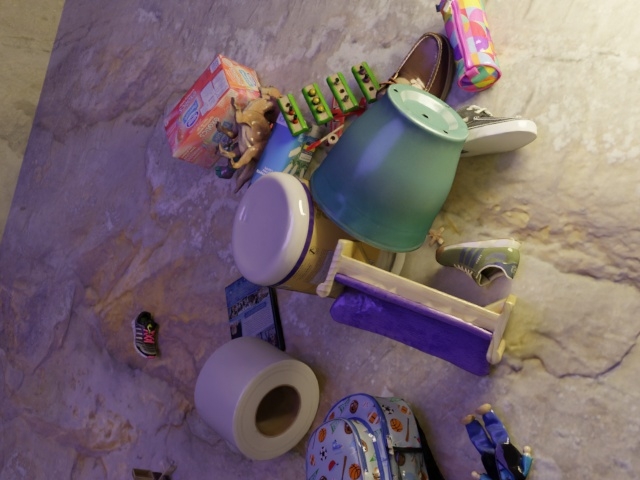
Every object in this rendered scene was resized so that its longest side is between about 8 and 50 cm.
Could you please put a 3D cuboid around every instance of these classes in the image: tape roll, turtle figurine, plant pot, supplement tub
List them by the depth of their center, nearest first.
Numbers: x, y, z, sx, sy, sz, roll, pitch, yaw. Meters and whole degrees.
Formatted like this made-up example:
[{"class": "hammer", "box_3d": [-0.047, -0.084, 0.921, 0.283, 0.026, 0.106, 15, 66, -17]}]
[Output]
[{"class": "plant pot", "box_3d": [0.156, -0.159, 1.570, 0.255, 0.271, 0.272, -58, 44, 31]}, {"class": "supplement tub", "box_3d": [0.000, 0.000, 1.713, 0.241, 0.331, 0.241, -17, 67, 47]}, {"class": "tape roll", "box_3d": [-0.146, 0.364, 1.829, 0.169, 0.246, 0.246, 20, 92, 47]}, {"class": "turtle figurine", "box_3d": [-0.213, -0.273, 2.187, 0.234, 0.118, 0.175, -42, 15, 46]}]

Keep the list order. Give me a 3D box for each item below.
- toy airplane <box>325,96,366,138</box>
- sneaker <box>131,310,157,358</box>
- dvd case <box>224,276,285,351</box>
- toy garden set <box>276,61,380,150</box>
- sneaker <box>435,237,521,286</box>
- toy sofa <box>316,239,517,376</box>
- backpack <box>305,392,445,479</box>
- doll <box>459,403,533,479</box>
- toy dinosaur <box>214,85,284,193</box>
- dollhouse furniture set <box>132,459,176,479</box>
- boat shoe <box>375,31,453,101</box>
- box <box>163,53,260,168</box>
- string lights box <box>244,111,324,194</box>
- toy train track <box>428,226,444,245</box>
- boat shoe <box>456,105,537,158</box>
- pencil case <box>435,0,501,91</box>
[{"class": "toy airplane", "box_3d": [0.064, -0.322, 1.981, 0.151, 0.028, 0.151, -15, 69, 43]}, {"class": "sneaker", "box_3d": [-0.528, 0.282, 2.386, 0.075, 0.063, 0.170, -55, 40, 27]}, {"class": "dvd case", "box_3d": [-0.176, 0.204, 2.074, 0.180, 0.022, 0.253, -32, 56, 35]}, {"class": "toy garden set", "box_3d": [0.038, -0.313, 1.895, 0.244, 0.049, 0.204, -24, 67, 0]}, {"class": "sneaker", "box_3d": [0.311, 0.050, 1.578, 0.192, 0.064, 0.086, -10, 66, 41]}, {"class": "toy sofa", "box_3d": [0.180, 0.134, 1.503, 0.362, 0.150, 0.177, 20, 96, 15]}, {"class": "backpack", "box_3d": [0.090, 0.447, 1.597, 0.276, 0.213, 0.264, -34, 44, 38]}, {"class": "doll", "box_3d": [0.329, 0.407, 1.463, 0.129, 0.046, 0.189, -39, 58, 20]}, {"class": "toy dinosaur", "box_3d": [-0.161, -0.269, 2.060, 0.127, 0.200, 0.296, 6, 96, 60]}, {"class": "dollhouse furniture set", "box_3d": [-0.449, 0.644, 2.156, 0.081, 0.114, 0.091, -51, 44, 16]}, {"class": "boat shoe", "box_3d": [0.186, -0.311, 1.764, 0.123, 0.123, 0.342, 33, 104, 32]}, {"class": "box", "box_3d": [-0.312, -0.372, 2.306, 0.300, 0.142, 0.154, -43, 50, 29]}, {"class": "string lights box", "box_3d": [-0.096, -0.192, 2.021, 0.076, 0.133, 0.260, 27, 99, 23]}, {"class": "toy train track", "box_3d": [0.240, -0.020, 1.713, 0.048, 0.014, 0.083, -55, 45, 19]}, {"class": "boat shoe", "box_3d": [0.317, -0.234, 1.641, 0.301, 0.108, 0.102, -7, 74, 52]}, {"class": "pencil case", "box_3d": [0.319, -0.439, 1.698, 0.104, 0.104, 0.237, -30, 59, 37]}]
